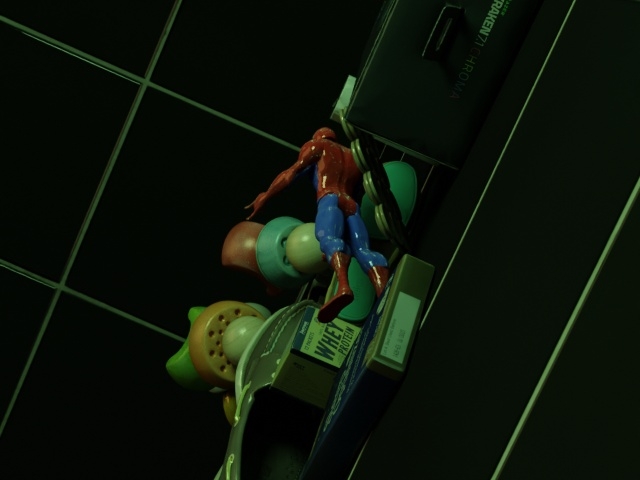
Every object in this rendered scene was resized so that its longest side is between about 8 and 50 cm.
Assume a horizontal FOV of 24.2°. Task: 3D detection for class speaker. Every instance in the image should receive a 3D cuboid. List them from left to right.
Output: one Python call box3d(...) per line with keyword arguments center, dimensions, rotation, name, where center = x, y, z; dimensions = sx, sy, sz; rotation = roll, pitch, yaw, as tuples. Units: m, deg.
box3d(center=(0.080, -0.133, 1.659), dimensions=(0.055, 0.136, 0.055), rotation=(-156, 90, -88), name="speaker")

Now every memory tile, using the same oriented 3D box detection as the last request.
box3d(center=(0.057, -0.060, 1.535), dimensions=(0.113, 0.012, 0.148), rotation=(33, -144, -70), name="memory tile")

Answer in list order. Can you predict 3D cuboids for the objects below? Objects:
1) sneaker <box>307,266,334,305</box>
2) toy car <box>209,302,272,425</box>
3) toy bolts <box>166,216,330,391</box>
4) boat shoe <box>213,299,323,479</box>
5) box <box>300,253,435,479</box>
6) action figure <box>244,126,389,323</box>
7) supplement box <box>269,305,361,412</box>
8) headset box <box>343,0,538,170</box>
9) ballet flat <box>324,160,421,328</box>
box3d(center=(0.046, -0.009, 1.854), dimensions=(0.132, 0.086, 0.228), rotation=(-66, 0, -51), name="sneaker")
box3d(center=(-0.053, 0.165, 1.920), dimensions=(0.136, 0.159, 0.182), rotation=(-21, 30, 33), name="toy car")
box3d(center=(-0.039, 0.087, 1.758), dimensions=(0.158, 0.218, 0.228), rotation=(-13, 54, 58), name="toy bolts")
box3d(center=(-0.038, 0.185, 1.547), dimensions=(0.096, 0.117, 0.324), rotation=(-51, 15, 49), name="boat shoe")
box3d(center=(0.035, 0.133, 1.341), dimensions=(0.136, 0.037, 0.225), rotation=(-69, 3, -48), name="box")
box3d(center=(0.000, 0.000, 1.546), dimensions=(0.139, 0.091, 0.280), rotation=(-48, 33, 35), name="action figure")
box3d(center=(0.005, 0.123, 1.487), dimensions=(0.083, 0.083, 0.056), rotation=(116, 176, -50), name="supplement box")
box3d(center=(0.135, -0.233, 1.526), dimensions=(0.283, 0.131, 0.246), rotation=(-75, 8, -69), name="headset box")
box3d(center=(0.051, 0.016, 1.638), dimensions=(0.073, 0.080, 0.232), rotation=(95, -165, -56), name="ballet flat")
